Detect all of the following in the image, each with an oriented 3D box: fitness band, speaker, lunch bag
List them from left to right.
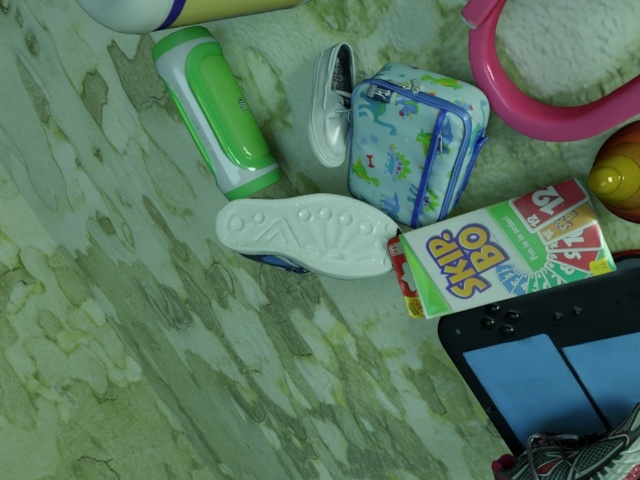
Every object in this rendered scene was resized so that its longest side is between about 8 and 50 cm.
[{"bbox_3d":[-0.186,-0.224,0.810,0.131,0.131,0.296,-15,106,44],"label":"speaker"},{"bbox_3d":[0.128,-0.124,0.621,0.176,0.090,0.218,29,143,21],"label":"lunch bag"},{"bbox_3d":[0.257,-0.212,0.428,0.209,0.054,0.291,47,160,1],"label":"fitness band"}]

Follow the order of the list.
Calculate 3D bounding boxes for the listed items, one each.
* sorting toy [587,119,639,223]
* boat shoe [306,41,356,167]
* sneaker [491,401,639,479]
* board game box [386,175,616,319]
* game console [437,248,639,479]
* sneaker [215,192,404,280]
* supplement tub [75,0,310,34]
[{"bbox_3d":[0.388,-0.081,0.363,0.366,0.126,0.126,-12,90,58],"label":"sorting toy"},{"bbox_3d":[0.026,-0.201,0.648,0.063,0.066,0.183,-14,67,58],"label":"boat shoe"},{"bbox_3d":[0.363,0.321,0.641,0.299,0.121,0.112,-59,45,34],"label":"sneaker"},{"bbox_3d":[0.225,0.017,0.586,0.260,0.039,0.124,-19,85,19],"label":"board game box"},{"bbox_3d":[0.397,0.224,0.662,0.342,0.060,0.386,-29,97,46],"label":"game console"},{"bbox_3d":[0.000,0.000,0.787,0.323,0.236,0.130,7,84,17],"label":"sneaker"},{"bbox_3d":[-0.110,-0.377,0.484,0.241,0.331,0.240,30,136,33],"label":"supplement tub"}]
